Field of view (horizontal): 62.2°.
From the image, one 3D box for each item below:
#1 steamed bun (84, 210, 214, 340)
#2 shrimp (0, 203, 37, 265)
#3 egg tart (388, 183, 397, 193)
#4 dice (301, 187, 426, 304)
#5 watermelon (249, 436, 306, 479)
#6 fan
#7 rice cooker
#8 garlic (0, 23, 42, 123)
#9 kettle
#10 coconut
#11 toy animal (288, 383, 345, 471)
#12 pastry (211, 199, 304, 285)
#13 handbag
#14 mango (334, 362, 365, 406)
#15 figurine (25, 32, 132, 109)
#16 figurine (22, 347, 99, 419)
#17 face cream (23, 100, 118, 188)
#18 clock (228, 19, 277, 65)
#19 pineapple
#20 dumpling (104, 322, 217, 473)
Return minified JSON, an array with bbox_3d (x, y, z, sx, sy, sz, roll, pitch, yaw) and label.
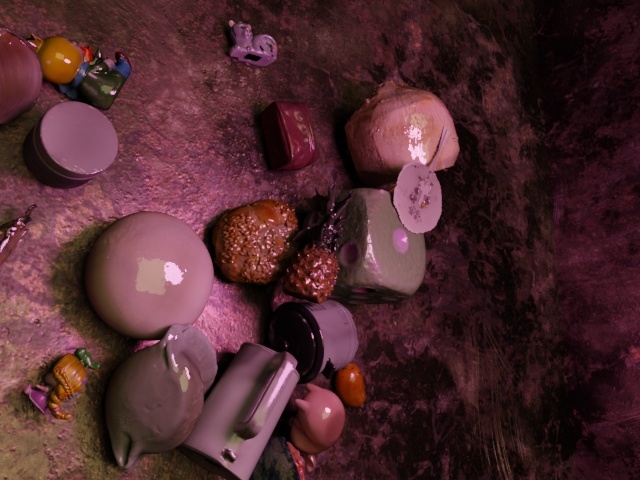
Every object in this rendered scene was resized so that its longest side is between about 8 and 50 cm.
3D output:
[{"bbox_3d":[-0.415,0.085,1.322,0.324,0.206,0.324,9,76,-39],"label":"steamed bun"},{"bbox_3d":[-0.746,-0.005,1.156,0.145,0.059,0.254,35,64,-19],"label":"shrimp"},{"bbox_3d":[0.290,-0.081,2.038,0.291,0.107,0.291,-2,93,-43],"label":"egg tart"},{"bbox_3d":[0.132,0.030,1.730,0.318,0.330,0.322,19,67,-42],"label":"dice"},{"bbox_3d":[-0.148,0.720,1.481,0.250,0.292,0.283,-5,52,-4],"label":"watermelon"},{"bbox_3d":[0.351,-0.206,1.732,0.233,0.012,0.415,43,62,-31],"label":"fan"},{"bbox_3d":[-0.033,0.297,1.587,0.227,0.241,0.280,-2,38,-46],"label":"rice cooker"},{"bbox_3d":[-0.735,-0.355,1.130,0.210,0.292,0.237,14,33,-9],"label":"garlic"},{"bbox_3d":[-0.206,0.439,1.392,0.318,0.205,0.265,-57,161,-33],"label":"kettle"},{"bbox_3d":[0.281,-0.394,1.924,0.404,0.404,0.404,10,74,-39],"label":"coconut"},{"bbox_3d":[-0.011,0.538,1.562,0.154,0.250,0.166,31,46,17],"label":"toy animal"},{"bbox_3d":[-0.168,0.003,1.586,0.311,0.162,0.255,-28,97,-42],"label":"pastry"},{"bbox_3d":[-0.101,-0.341,1.730,0.135,0.146,0.225,-13,87,-39],"label":"handbag"},{"bbox_3d":[0.104,0.488,1.764,0.105,0.084,0.159,-26,98,-36],"label":"mango"},{"bbox_3d":[-0.609,-0.450,1.335,0.234,0.127,0.185,29,58,-22],"label":"figurine"},{"bbox_3d":[-0.571,0.327,1.204,0.115,0.095,0.156,49,56,-8],"label":"figurine"},{"bbox_3d":[-0.598,-0.224,1.267,0.177,0.153,0.177,10,75,-41],"label":"face cream"},{"bbox_3d":[-0.220,-0.650,1.738,0.176,0.080,0.117,2,78,-39],"label":"clock"},{"bbox_3d":[-0.001,0.001,1.552,0.165,0.165,0.364,27,70,-34],"label":"pineapple"},{"bbox_3d":[-0.374,0.392,1.270,0.270,0.320,0.212,45,13,-34],"label":"dumpling"}]
